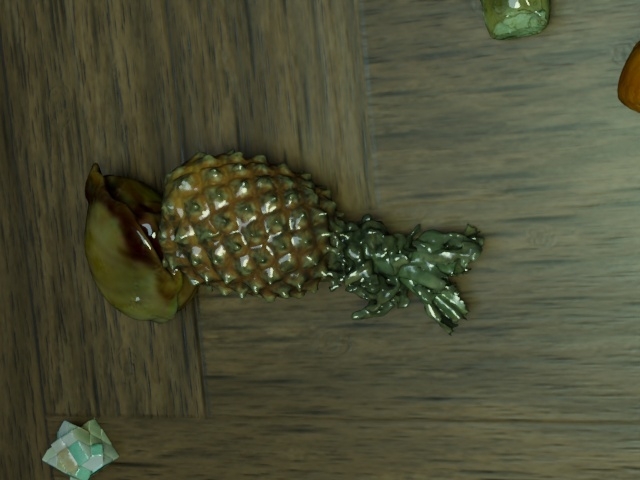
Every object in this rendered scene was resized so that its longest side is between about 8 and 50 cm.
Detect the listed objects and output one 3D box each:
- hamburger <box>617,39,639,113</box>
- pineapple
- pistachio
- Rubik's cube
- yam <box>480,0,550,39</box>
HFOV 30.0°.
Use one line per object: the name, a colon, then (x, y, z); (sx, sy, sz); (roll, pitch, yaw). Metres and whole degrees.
hamburger: (0.442, -0.178, 1.028); (0.329, 0.330, 0.250); (21, 104, 19)
pineapple: (0.000, 0.000, 1.330); (0.361, 0.175, 0.175); (9, 101, 12)
pistachio: (-0.222, 0.000, 1.438); (0.210, 0.130, 0.165); (60, 153, 5)
Rubik's cube: (-0.315, 0.274, 1.537); (0.084, 0.073, 0.075); (40, 109, 11)
yam: (0.180, -0.397, 1.236); (0.083, 0.083, 0.372); (-8, 93, 24)
